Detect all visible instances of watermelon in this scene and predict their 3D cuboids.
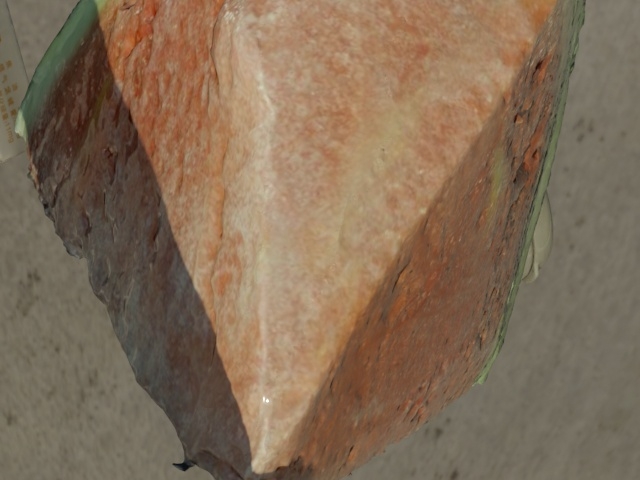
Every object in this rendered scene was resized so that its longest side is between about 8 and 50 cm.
[{"bbox_3d":[0.030,-0.014,0.655,0.250,0.283,0.292,3,56,-29],"label":"watermelon"}]

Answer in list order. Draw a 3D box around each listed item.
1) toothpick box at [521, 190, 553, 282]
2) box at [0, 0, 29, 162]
[{"bbox_3d":[-0.002,-0.013,1.107,0.316,0.229,0.229,-24,66,-9],"label":"toothpick box"},{"bbox_3d":[-0.329,-0.178,1.197,0.149,0.233,0.067,-1,23,28],"label":"box"}]
